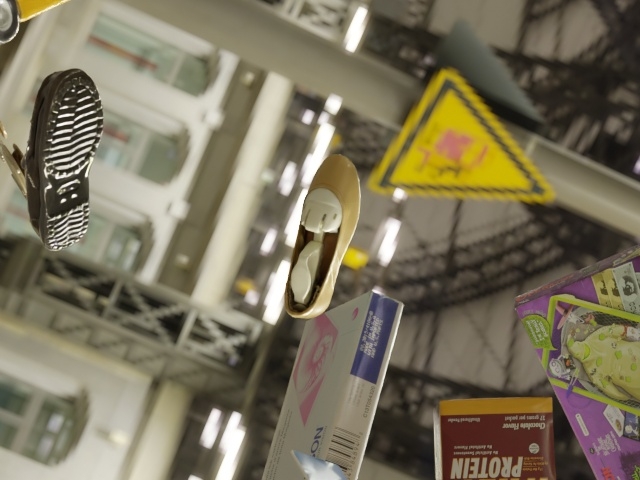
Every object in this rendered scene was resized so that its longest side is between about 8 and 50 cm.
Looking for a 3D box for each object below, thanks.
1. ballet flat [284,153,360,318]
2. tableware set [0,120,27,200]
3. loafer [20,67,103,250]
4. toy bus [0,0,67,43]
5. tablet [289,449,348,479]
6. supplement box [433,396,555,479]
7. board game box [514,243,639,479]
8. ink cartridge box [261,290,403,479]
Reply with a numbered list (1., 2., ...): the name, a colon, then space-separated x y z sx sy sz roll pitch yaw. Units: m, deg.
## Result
1. ballet flat: 0.000 0.000 2.182 0.073 0.080 0.232 -21 124 -64
2. tableware set: -0.463 -0.148 2.403 0.039 0.194 0.128 -29 154 -12
3. loafer: -0.295 -0.094 1.758 0.080 0.078 0.220 -19 133 -42
4. toy bus: -0.295 -0.254 1.444 0.332 0.108 0.130 -39 122 -52
5. tablet: 0.007 0.213 1.421 0.006 0.054 0.083 -61 -152 13
6. supplement box: 0.202 0.284 1.889 0.194 0.129 0.191 77 12 -82
7. board game box: 0.397 0.184 1.946 0.208 0.347 0.056 -24 -168 8
8. ink cartridge box: -0.010 0.262 2.423 0.330 0.071 0.324 -30 -140 61
